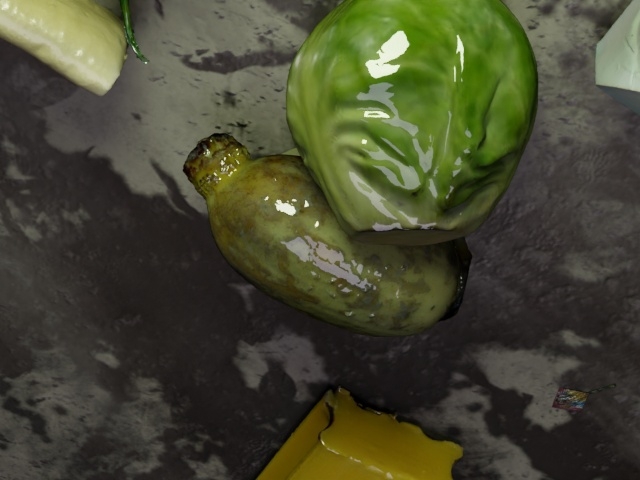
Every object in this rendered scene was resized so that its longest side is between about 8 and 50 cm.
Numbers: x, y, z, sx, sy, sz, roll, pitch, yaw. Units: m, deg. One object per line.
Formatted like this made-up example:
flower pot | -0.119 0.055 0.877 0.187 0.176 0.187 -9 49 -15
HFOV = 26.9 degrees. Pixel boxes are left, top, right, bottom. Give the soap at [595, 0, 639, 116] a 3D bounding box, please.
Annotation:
soap | 0.347 -0.203 1.110 0.095 0.173 0.289 26 131 -12

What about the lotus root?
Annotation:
lotus root | 0.000 0.000 1.327 0.309 0.173 0.173 25 130 -9

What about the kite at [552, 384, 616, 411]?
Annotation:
kite | 0.310 0.187 1.573 0.078 0.002 0.044 -5 130 14

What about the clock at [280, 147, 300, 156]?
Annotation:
clock | 0.024 -0.006 1.435 0.235 0.029 0.235 6 133 6

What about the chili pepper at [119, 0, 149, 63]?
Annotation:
chili pepper | -0.148 -0.300 1.173 0.122 0.065 0.279 29 123 -4

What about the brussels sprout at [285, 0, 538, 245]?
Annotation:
brussels sprout | 0.085 -0.118 1.200 0.244 0.244 0.244 5 132 5

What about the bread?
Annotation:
bread | -0.260 -0.210 1.235 0.178 0.139 0.060 32 107 -19

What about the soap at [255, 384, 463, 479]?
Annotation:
soap | 0.022 0.340 1.692 0.204 0.096 0.324 24 130 -11
